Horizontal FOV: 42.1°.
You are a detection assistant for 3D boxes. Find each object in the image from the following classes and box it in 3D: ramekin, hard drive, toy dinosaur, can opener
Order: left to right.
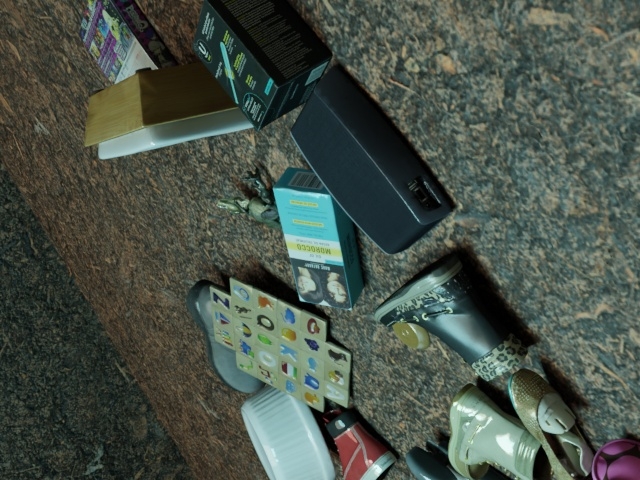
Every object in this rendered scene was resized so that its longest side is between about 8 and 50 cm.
[{"bbox_3d":[-0.087,-0.055,1.460,0.268,0.064,0.118,28,153,36],"label":"toy dinosaur"},{"bbox_3d":[-0.081,0.450,1.887,0.273,0.127,0.273,59,164,28],"label":"ramekin"},{"bbox_3d":[0.060,-0.101,1.166,0.254,0.054,0.172,52,154,5],"label":"hard drive"},{"bbox_3d":[0.274,0.432,1.416,0.280,0.093,0.074,24,140,38],"label":"can opener"}]

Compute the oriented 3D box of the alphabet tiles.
[{"bbox_3d":[-0.086,0.218,1.717,0.343,0.011,0.285,23,136,23],"label":"alphabet tiles"}]

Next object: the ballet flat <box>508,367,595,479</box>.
[{"bbox_3d":[0.329,0.258,1.138,0.067,0.073,0.206,5,135,57],"label":"ballet flat"}]

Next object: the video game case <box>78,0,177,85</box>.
[{"bbox_3d":[-0.370,-0.362,1.573,0.210,0.042,0.232,55,153,-2],"label":"video game case"}]

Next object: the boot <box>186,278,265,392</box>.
[{"bbox_3d":[-0.159,0.241,1.872,0.223,0.118,0.338,9,137,43],"label":"boot"}]

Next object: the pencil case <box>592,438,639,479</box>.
[{"bbox_3d":[0.398,0.360,1.111,0.095,0.098,0.209,30,144,39],"label":"pencil case"}]

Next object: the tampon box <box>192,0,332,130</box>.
[{"bbox_3d":[-0.085,-0.263,1.159,0.161,0.101,0.120,52,153,7],"label":"tampon box"}]

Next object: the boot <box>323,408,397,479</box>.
[{"bbox_3d":[0.061,0.459,1.795,0.176,0.088,0.244,46,146,19],"label":"boot"}]

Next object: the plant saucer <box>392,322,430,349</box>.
[{"bbox_3d":[0.144,0.149,1.366,0.083,0.015,0.083,39,150,28],"label":"plant saucer"}]

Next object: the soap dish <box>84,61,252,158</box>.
[{"bbox_3d":[-0.240,-0.215,1.350,0.291,0.229,0.118,0,105,58],"label":"soap dish"}]

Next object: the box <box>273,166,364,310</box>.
[{"bbox_3d":[0.000,0.000,1.338,0.101,0.060,0.244,8,133,23],"label":"box"}]

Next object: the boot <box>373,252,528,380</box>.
[{"bbox_3d":[0.182,0.130,1.207,0.178,0.085,0.236,50,153,4],"label":"boot"}]

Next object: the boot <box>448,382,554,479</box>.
[{"bbox_3d":[0.284,0.335,1.294,0.165,0.077,0.213,28,143,37],"label":"boot"}]
